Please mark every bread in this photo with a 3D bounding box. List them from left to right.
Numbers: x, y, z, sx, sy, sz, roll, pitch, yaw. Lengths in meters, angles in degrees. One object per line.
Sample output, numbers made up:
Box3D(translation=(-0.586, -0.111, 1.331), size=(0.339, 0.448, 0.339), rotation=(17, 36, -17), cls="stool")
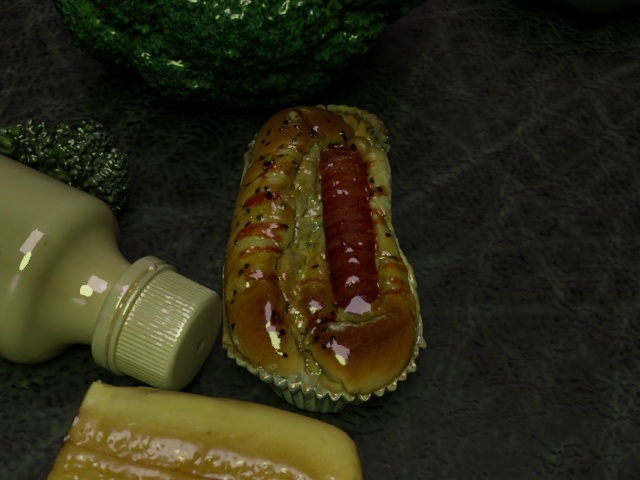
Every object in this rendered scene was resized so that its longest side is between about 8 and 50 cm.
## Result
Box3D(translation=(-0.068, 0.149, 0.475), size=(0.173, 0.085, 0.134), rotation=(13, 49, 8), cls="bread")

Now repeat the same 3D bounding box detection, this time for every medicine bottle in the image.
Box3D(translation=(-0.183, 0.014, 0.554), size=(0.252, 0.114, 0.114), rotation=(22, 54, 13), cls="medicine bottle")

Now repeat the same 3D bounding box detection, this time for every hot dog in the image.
Box3D(translation=(0.000, 0.000, 0.608), size=(0.131, 0.069, 0.252), rotation=(1, 51, -2), cls="hot dog")

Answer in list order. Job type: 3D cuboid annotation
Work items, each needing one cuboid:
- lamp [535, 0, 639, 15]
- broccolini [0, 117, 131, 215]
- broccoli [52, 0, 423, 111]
Box3D(translation=(0.284, -0.289, 0.824), size=(0.314, 0.182, 0.182), rotation=(-5, 46, -46), cls="lamp")
Box3D(translation=(-0.228, -0.056, 0.649), size=(0.203, 0.091, 0.068), rotation=(7, 81, 24), cls="broccolini")
Box3D(translation=(-0.050, -0.235, 0.649), size=(0.298, 0.297, 0.297), rotation=(-8, 25, 4), cls="broccoli")
